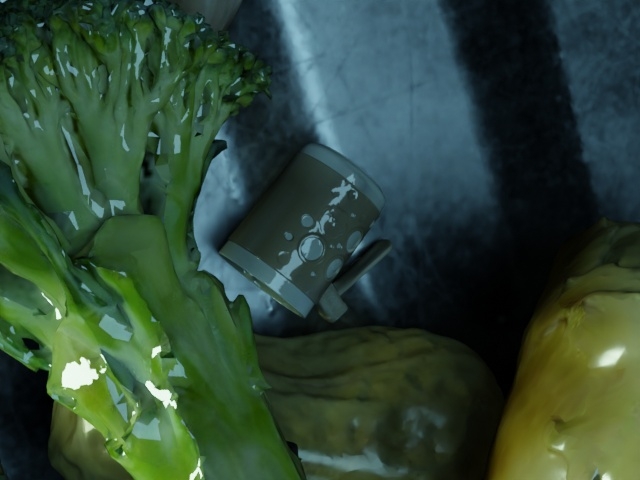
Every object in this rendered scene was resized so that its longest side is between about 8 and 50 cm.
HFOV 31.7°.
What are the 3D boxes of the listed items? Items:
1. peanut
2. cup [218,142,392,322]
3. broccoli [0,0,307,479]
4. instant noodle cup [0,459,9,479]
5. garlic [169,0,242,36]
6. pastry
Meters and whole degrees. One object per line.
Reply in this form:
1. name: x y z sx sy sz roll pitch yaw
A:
1. peanut: -0.027 0.133 0.731 0.291 0.143 0.159 4 106 -14
2. cup: 0.001 0.000 0.754 0.102 0.074 0.099 38 84 -14
3. broccoli: -0.116 0.056 0.579 0.252 0.221 0.362 -5 71 -30
4. instant noodle cup: -0.284 0.193 0.628 0.240 0.178 0.240 -3 99 -19
5. garlic: -0.134 -0.220 0.680 0.148 0.128 0.267 -36 97 -24
6. pastry: 0.232 0.169 0.699 0.245 0.409 0.410 11 94 19
